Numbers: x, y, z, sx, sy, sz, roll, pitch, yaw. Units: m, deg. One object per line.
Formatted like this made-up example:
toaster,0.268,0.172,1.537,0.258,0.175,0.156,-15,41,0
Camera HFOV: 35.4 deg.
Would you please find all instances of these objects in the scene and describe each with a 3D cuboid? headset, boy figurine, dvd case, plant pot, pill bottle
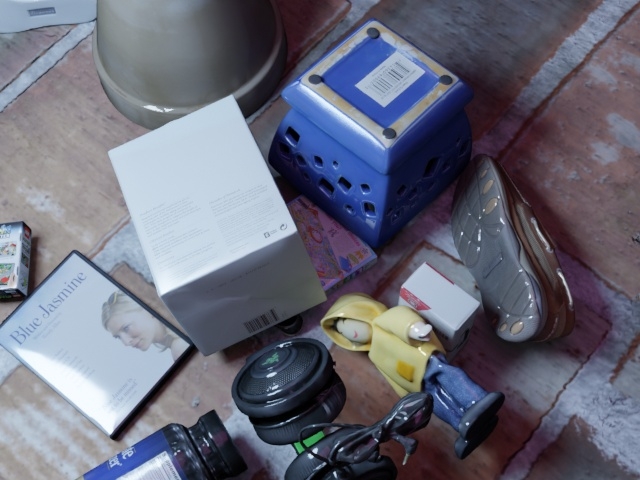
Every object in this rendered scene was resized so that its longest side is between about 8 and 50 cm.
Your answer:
headset,0.018,0.223,1.218,0.185,0.394,0.243,-30,89,-9
boy figurine,0.119,0.159,1.362,0.092,0.177,0.285,-36,61,-28
dvd case,-0.334,0.147,1.474,0.253,0.022,0.180,35,71,18
plant pot,-0.225,-0.373,1.573,0.323,0.280,0.323,-2,64,3
plant pot,0.081,-0.172,1.483,0.236,0.212,0.236,39,65,19
pill bottle,-0.213,0.321,1.331,0.219,0.123,0.123,-30,67,-11

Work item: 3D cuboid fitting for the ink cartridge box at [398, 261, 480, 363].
ink cartridge box,0.162,0.104,1.406,0.099,0.135,0.056,38,69,18

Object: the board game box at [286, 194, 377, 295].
board game box,0.000,0.000,1.523,0.103,0.026,0.154,-33,67,-12

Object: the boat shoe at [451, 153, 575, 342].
boat shoe,0.282,0.014,1.467,0.116,0.123,0.324,11,51,-29

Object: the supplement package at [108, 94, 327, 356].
supplement package,-0.144,-0.020,1.416,0.199,0.198,0.263,-25,57,-2

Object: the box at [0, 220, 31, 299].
box,-0.545,0.038,1.516,0.206,0.036,0.114,-6,64,7

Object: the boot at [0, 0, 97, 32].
boot,-0.505,-0.436,1.729,0.258,0.095,0.123,-3,58,-8

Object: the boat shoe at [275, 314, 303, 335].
boat shoe,-0.082,0.090,1.478,0.133,0.042,0.049,34,74,19
